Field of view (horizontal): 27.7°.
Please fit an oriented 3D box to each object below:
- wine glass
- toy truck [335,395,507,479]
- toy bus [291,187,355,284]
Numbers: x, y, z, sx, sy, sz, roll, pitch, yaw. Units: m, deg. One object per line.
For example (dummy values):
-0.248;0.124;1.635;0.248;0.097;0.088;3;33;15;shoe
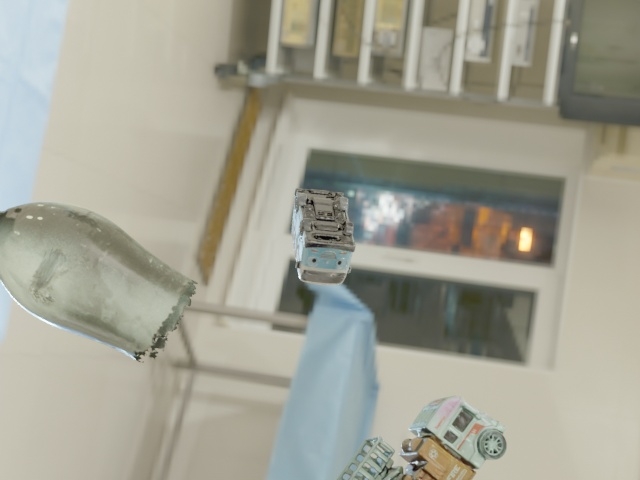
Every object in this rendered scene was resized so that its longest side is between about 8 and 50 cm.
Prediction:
-0.215;0.015;1.050;0.103;0.222;0.103;-61;177;-6;wine glass
0.101;0.234;1.339;0.177;0.115;0.080;-51;-175;-19;toy truck
0.000;0.000;1.417;0.123;0.060;0.075;-101;-161;-60;toy bus
